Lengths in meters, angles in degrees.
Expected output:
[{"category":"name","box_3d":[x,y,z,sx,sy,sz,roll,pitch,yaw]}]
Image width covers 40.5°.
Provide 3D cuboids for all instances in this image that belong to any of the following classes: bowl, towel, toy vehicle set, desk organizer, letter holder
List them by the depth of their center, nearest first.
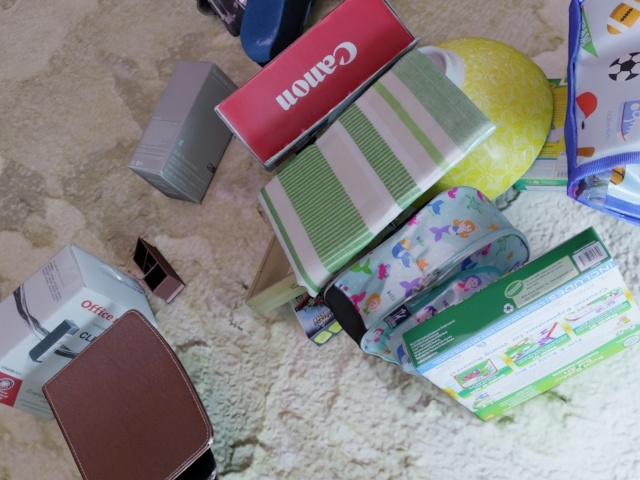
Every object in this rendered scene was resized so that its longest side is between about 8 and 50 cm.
[{"category":"towel","box_3d":[0.063,-0.100,1.185,0.325,0.038,0.248,-42,39,12]},{"category":"bowl","box_3d":[0.181,-0.200,1.296,0.289,0.156,0.289,-23,50,31]},{"category":"toy vehicle set","box_3d":[0.000,0.000,1.308,0.267,0.035,0.166,-30,29,42]},{"category":"letter holder","box_3d":[-0.258,0.280,1.336,0.214,0.152,0.302,-44,50,1]},{"category":"desk organizer","box_3d":[-0.298,0.052,1.549,0.047,0.050,0.130,-47,50,1]}]

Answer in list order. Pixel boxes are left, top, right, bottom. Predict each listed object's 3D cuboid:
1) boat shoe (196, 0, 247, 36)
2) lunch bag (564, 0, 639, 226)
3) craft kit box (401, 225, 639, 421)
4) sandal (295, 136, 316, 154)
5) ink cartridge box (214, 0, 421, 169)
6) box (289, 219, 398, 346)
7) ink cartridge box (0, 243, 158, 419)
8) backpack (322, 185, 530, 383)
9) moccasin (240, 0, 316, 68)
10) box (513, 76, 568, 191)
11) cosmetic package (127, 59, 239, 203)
[{"category":"boat shoe","box_3d":[-0.219,-0.514,1.785,0.102,0.108,0.301,-44,54,8]},{"category":"lunch bag","box_3d":[0.494,-0.182,1.042,0.386,0.239,0.327,4,65,11]},{"category":"craft kit box","box_3d":[0.257,0.113,1.045,0.250,0.246,0.061,-31,51,13]},{"category":"sandal","box_3d":[-0.065,-0.218,1.568,0.067,0.040,0.179,-41,65,12]},{"category":"ink cartridge box","box_3d":[-0.007,-0.255,1.377,0.309,0.272,0.130,-40,94,0]},{"category":"box","box_3d":[0.049,0.058,1.340,0.207,0.036,0.114,-38,51,8]},{"category":"ink cartridge box","box_3d":[-0.448,0.161,1.487,0.273,0.197,0.114,-41,52,7]},{"category":"backpack","box_3d":[0.160,0.059,1.148,0.253,0.225,0.191,-47,59,5]},{"category":"moccasin","box_3d":[-0.072,-0.477,1.659,0.138,0.117,0.342,10,74,30]},{"category":"box","box_3d":[0.347,-0.159,1.273,0.105,0.043,0.179,5,70,35]},{"category":"cosmetic package","box_3d":[-0.243,-0.204,1.610,0.107,0.127,0.238,14,75,37]}]
